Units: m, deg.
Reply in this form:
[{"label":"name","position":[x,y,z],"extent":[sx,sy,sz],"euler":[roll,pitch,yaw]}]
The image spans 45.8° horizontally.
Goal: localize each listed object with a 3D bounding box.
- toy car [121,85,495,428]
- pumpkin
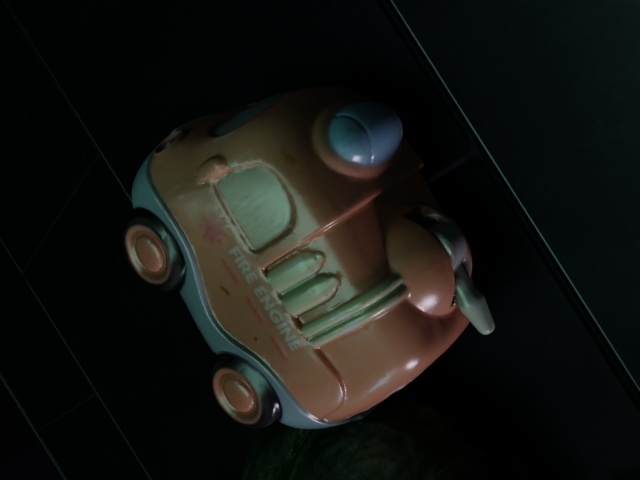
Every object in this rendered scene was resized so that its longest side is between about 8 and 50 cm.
[{"label":"toy car","position":[0.000,0.000,0.576],"extent":[0.212,0.180,0.270],"euler":[-32,91,42]},{"label":"pumpkin","position":[0.056,0.274,0.663],"extent":[0.300,0.207,0.300],"euler":[27,132,34]}]
